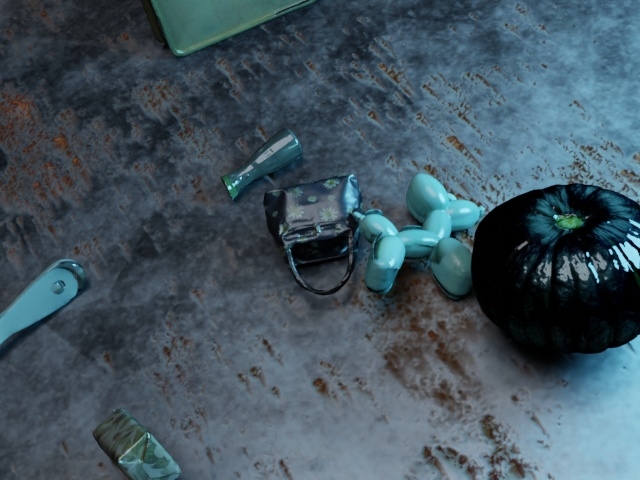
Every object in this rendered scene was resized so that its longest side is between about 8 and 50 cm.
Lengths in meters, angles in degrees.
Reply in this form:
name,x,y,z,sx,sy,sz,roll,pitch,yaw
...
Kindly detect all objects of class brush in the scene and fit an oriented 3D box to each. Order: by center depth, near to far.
name,x,y,z,sx,sy,sz,roll,pitch,yaw
brush,-0.404,0.117,1.093,0.297,0.068,0.060,-39,32,-21

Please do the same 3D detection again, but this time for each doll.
name,x,y,z,sx,sy,sz,roll,pitch,yaw
doll,0.116,-0.009,1.044,0.159,0.059,0.158,-2,50,-13

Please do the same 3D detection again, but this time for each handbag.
name,x,y,z,sx,sy,sz,roll,pitch,yaw
handbag,0.000,0.000,1.069,0.115,0.072,0.139,-11,55,0

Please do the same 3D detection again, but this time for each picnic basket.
name,x,y,z,sx,sy,sz,roll,pitch,yaw
picnic basket,-0.141,-0.403,1.354,0.266,0.165,0.139,-24,53,-4

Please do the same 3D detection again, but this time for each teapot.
name,x,y,z,sx,sy,sz,roll,pitch,yaw
teapot,-0.077,-0.095,1.180,0.110,0.043,0.043,-36,53,-11

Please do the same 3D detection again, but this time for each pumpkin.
name,x,y,z,sx,sy,sz,roll,pitch,yaw
pumpkin,0.249,0.029,0.940,0.202,0.140,0.202,-8,36,6

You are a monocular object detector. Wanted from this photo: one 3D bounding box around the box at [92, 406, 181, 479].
name,x,y,z,sx,sy,sz,roll,pitch,yaw
box,-0.185,0.210,0.935,0.045,0.062,0.098,-43,27,-19
